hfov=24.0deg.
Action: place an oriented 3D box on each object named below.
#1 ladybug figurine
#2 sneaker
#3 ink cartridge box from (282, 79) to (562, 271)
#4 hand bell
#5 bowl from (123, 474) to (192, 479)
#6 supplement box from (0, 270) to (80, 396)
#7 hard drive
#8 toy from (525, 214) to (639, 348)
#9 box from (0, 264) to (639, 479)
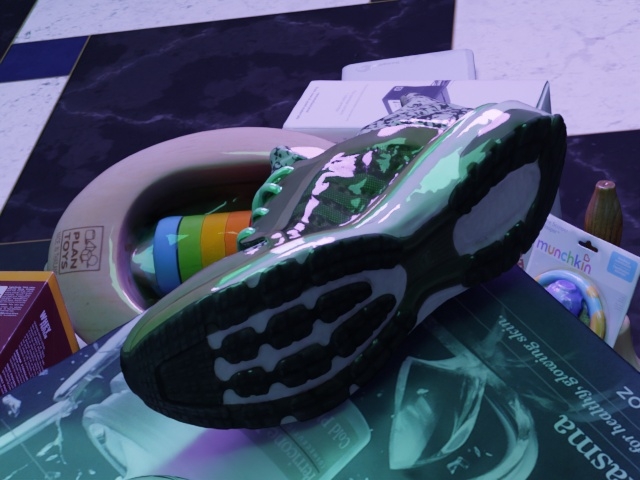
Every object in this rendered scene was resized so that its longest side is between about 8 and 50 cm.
[{"bbox_3d":[-0.106,0.026,1.778,0.449,0.162,0.305,-1,73,14],"label":"ladybug figurine"},{"bbox_3d":[0.000,0.000,1.163,0.410,0.158,0.182,-30,41,-30],"label":"sneaker"},{"bbox_3d":[0.131,-0.075,1.851,0.307,0.223,0.129,2,35,20],"label":"ink cartridge box"},{"bbox_3d":[0.293,0.049,1.584,0.126,0.242,0.126,-3,28,2],"label":"hand bell"},{"bbox_3d":[-0.111,0.215,0.992,0.170,0.080,0.170,0,50,0],"label":"bowl"},{"bbox_3d":[-0.365,0.165,1.680,0.129,0.191,0.194,0,36,18],"label":"supplement box"},{"bbox_3d":[0.129,-0.178,2.174,0.203,0.040,0.307,-7,34,7],"label":"hard drive"},{"bbox_3d":[0.231,0.105,1.547,0.056,0.237,0.137,-2,23,-43],"label":"toy"},{"bbox_3d":[0.033,0.265,1.199,0.471,0.297,0.480,-32,58,-25],"label":"box"}]
